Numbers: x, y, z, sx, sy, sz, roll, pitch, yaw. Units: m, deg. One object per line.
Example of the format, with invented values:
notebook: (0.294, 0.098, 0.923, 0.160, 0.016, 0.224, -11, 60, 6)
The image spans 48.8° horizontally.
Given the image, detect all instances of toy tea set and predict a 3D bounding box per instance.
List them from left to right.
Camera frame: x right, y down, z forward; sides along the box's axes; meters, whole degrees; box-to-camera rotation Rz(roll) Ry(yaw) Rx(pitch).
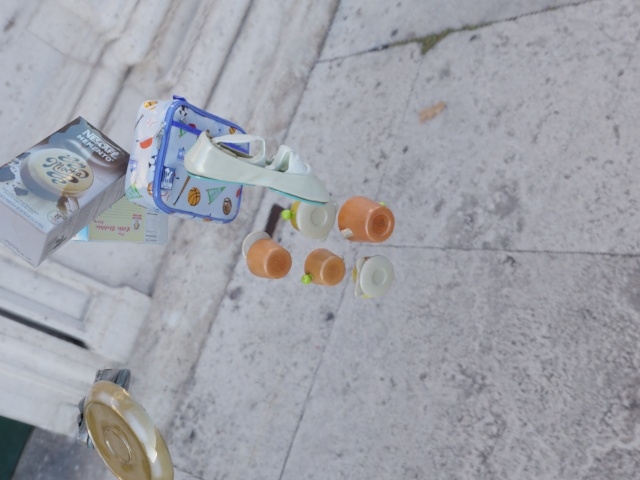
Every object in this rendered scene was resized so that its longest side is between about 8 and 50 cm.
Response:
toy tea set: (0.000, 0.000, 1.385, 0.124, 0.336, 0.200, 17, 97, 56)

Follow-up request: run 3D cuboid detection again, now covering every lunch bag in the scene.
lunch bag: (-0.272, -0.167, 1.480, 0.114, 0.303, 0.243, 10, 87, 28)

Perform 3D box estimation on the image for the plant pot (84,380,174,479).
plant pot: (-0.356, 0.364, 1.273, 0.236, 0.236, 0.032, -10, 15, 45)

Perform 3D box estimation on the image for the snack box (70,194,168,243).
snack box: (-0.507, -0.086, 1.819, 0.060, 0.322, 0.187, 1, 89, 23)

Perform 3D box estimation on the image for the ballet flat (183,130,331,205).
ballet flat: (-0.081, -0.112, 1.063, 0.086, 0.248, 0.086, -23, 63, 54)

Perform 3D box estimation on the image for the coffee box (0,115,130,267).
coffee box: (-0.533, -0.107, 1.437, 0.119, 0.168, 0.297, -52, 2, 42)

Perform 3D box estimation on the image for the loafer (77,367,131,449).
loafer: (-0.493, 0.367, 1.555, 0.267, 0.084, 0.096, -84, 5, -72)
